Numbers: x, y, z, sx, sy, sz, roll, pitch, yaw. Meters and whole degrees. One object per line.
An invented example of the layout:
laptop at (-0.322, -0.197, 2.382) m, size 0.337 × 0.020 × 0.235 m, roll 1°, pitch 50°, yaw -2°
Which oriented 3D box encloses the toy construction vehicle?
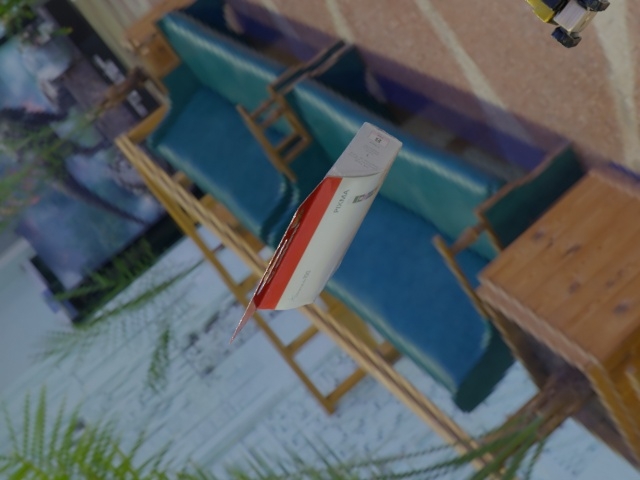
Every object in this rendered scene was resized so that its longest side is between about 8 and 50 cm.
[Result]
toy construction vehicle at (0.123, -0.127, 0.492) m, size 0.035 × 0.086 × 0.098 m, roll 41°, pitch -157°, yaw 8°

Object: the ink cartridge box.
ink cartridge box at (0.000, 0.000, 1.215) m, size 0.066 × 0.189 × 0.232 m, roll 28°, pitch -148°, yaw 0°
